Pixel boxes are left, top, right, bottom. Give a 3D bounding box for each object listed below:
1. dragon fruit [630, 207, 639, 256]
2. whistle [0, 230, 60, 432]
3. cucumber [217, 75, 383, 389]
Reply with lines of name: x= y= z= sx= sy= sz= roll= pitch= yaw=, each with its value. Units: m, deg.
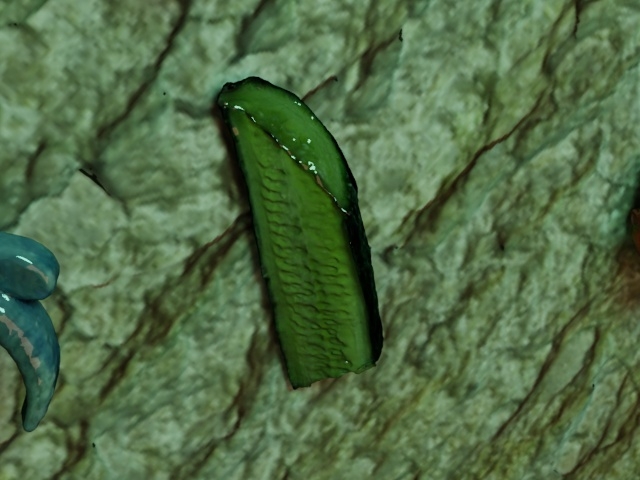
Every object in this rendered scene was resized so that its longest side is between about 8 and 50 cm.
dragon fruit: x=0.248 y=-0.020 z=0.997 sx=0.081 sy=0.086 sz=0.116 roll=44 pitch=48 yaw=-71
whistle: x=-0.212 y=0.018 z=0.742 sx=0.180 sy=0.093 sz=0.269 roll=10 pitch=111 yaw=-8
cucumber: x=0.000 y=0.000 z=0.875 sx=0.046 sy=0.070 sz=0.220 roll=-48 pitch=137 yaw=-39
